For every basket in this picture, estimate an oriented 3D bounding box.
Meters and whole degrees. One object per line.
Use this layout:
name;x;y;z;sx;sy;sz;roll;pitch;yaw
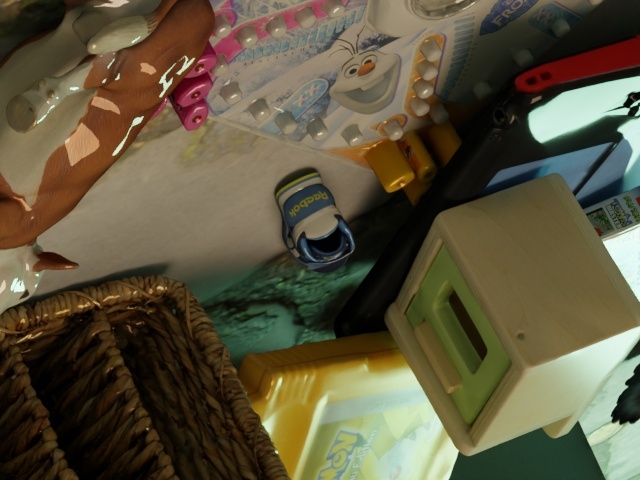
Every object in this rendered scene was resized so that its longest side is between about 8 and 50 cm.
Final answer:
basket;-0.181;0.187;1.378;0.223;0.299;0.213;-42;149;26

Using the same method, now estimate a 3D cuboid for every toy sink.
toy sink;0.151;0.079;1.515;0.131;0.152;0.234;-19;157;-22

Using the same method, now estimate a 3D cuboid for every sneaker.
sneaker;0.000;0.000;1.503;0.053;0.059;0.144;-32;154;-2

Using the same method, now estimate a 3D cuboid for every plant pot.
plant pot;0.179;0.288;2.063;0.234;0.165;0.165;-10;148;-19

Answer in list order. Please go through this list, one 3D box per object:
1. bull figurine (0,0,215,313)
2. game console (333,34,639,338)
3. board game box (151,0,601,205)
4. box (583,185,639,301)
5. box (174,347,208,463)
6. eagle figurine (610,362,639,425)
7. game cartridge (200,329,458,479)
bull figurine;-0.189;-0.061;1.148;0.310;0.101;0.188;-52;164;23
game console;0.214;-0.048;1.570;0.342;0.060;0.386;-20;156;-36
board game box;0.099;-0.188;1.294;0.390;0.050;0.390;-42;151;22
box;0.257;0.026;1.648;0.114;0.036;0.207;-23;153;-2
box;-0.143;0.189;1.602;0.170;0.130;0.091;-21;150;-17
eagle figurine;0.491;0.137;2.066;0.225;0.226;0.298;15;120;-7
game cartridge;0.006;0.216;1.596;0.324;0.053;0.285;-7;122;-49
